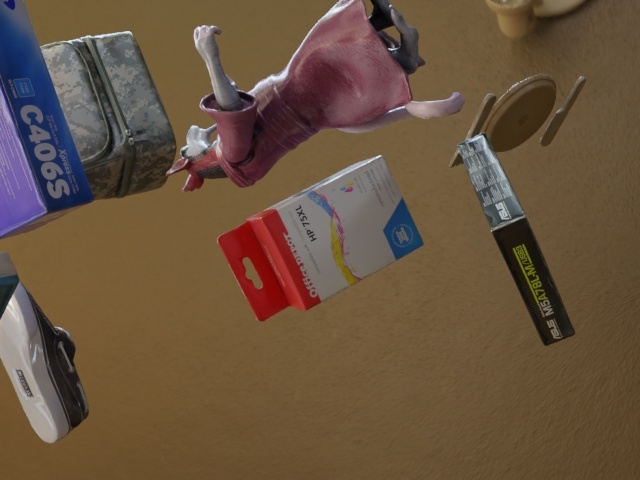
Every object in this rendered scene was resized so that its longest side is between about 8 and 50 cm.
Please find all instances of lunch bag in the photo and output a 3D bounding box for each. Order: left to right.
[{"bbox_3d":[-0.444,-0.225,1.499,0.305,0.256,0.212,67,-26,15],"label":"lunch bag"}]

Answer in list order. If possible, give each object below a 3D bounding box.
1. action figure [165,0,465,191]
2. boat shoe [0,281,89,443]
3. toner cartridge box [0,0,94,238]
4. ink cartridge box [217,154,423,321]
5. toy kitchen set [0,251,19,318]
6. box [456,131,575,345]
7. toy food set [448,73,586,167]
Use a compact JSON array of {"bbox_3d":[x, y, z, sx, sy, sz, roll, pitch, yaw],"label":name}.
[{"bbox_3d":[-0.036,-0.167,1.027,0.370,0.248,0.275,-39,-90,13],"label":"action figure"},{"bbox_3d":[-0.469,0.192,1.340,0.108,0.102,0.301,-4,-71,36],"label":"boat shoe"},{"bbox_3d":[-0.416,-0.185,0.998,0.165,0.075,0.347,-17,-87,39],"label":"toner cartridge box"},{"bbox_3d":[0.000,0.000,1.017,0.231,0.078,0.134,-29,-82,-16],"label":"ink cartridge box"},{"bbox_3d":[-0.422,0.125,0.846,0.122,0.207,0.166,-49,-116,37],"label":"toy kitchen set"},{"bbox_3d":[0.224,-0.005,0.910,0.045,0.184,0.190,-26,-147,14],"label":"box"},{"bbox_3d":[0.247,-0.164,1.017,0.038,0.192,0.132,53,-40,30],"label":"toy food set"}]
